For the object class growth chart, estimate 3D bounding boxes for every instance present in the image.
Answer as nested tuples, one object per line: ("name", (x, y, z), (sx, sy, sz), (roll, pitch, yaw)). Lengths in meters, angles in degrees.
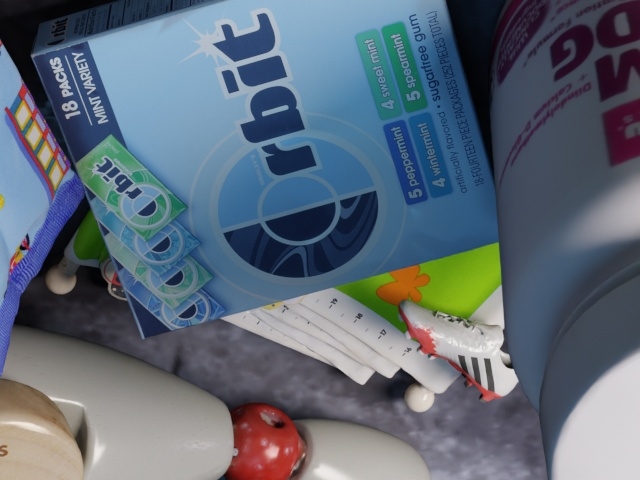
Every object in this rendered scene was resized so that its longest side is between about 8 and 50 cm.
("growth chart", (0.000, 0.000, 0.940), (0.237, 0.021, 0.172), (21, 124, -14))

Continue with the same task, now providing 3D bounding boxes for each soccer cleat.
("soccer cleat", (0.073, 0.050, 0.945), (0.035, 0.029, 0.083), (-41, 119, 17))

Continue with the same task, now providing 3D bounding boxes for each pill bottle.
("pill bottle", (0.152, -0.005, 0.763), (0.160, 0.283, 0.160), (1, 127, 1))

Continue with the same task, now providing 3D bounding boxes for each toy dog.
("toy dog", (-0.107, 0.136, 0.935), (0.333, 0.220, 0.161), (29, 110, -14))

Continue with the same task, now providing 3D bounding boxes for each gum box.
("gum box", (-0.020, -0.050, 0.866), (0.184, 0.041, 0.157), (-15, 118, 6))

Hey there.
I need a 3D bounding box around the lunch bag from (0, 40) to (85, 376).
("lunch bag", (-0.287, -0.044, 0.788), (0.293, 0.138, 0.221), (-7, 129, 23))
